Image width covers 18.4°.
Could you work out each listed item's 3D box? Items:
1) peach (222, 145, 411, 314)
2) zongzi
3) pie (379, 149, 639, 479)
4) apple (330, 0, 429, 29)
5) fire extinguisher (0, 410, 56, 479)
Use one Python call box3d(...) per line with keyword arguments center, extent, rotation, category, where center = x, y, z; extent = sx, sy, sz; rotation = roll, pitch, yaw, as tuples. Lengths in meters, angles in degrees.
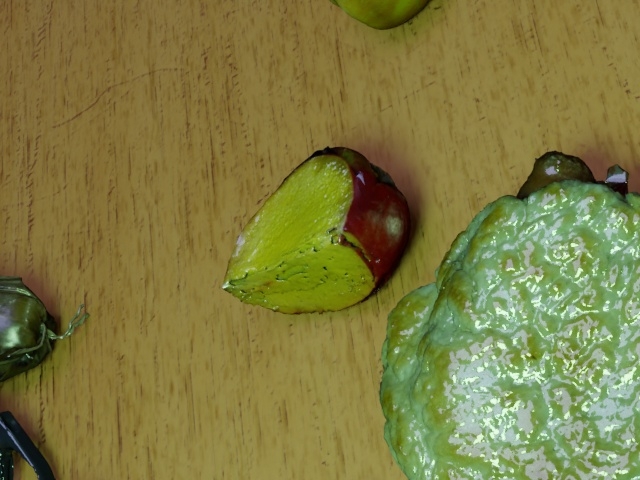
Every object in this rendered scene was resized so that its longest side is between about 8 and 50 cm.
box3d(center=(0.005, 0.004, 1.647), extent=(0.172, 0.092, 0.127), rotation=(-44, 36, 24), category="peach")
box3d(center=(-0.385, 0.047, 1.834), extent=(0.248, 0.241, 0.111), rotation=(1, 62, 41), category="zongzi")
box3d(center=(0.165, 0.083, 1.446), extent=(0.274, 0.105, 0.257), rotation=(-45, 51, 7), category="pie")
box3d(center=(0.050, -0.244, 1.781), extent=(0.114, 0.099, 0.102), rotation=(29, 84, 44), category="apple")
box3d(center=(-0.382, 0.206, 1.836), extent=(0.344, 0.102, 0.138), rotation=(-10, 87, 34), category="fire extinguisher")
